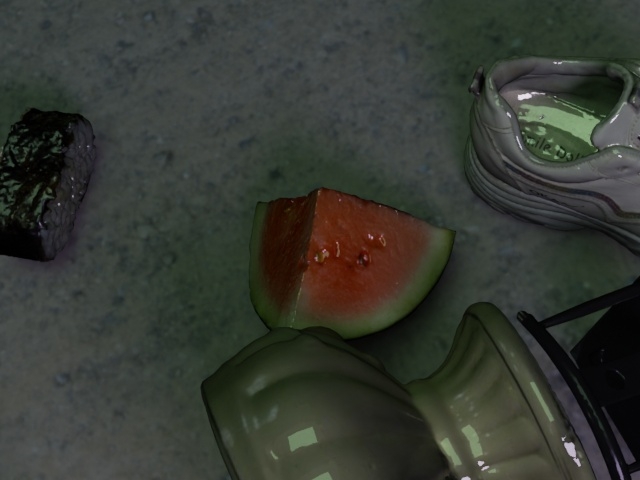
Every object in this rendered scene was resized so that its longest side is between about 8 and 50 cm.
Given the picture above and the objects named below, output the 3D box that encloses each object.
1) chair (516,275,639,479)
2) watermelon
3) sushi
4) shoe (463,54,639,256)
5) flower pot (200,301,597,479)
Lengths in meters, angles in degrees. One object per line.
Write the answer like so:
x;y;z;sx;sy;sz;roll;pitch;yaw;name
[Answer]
0.271;0.110;1.115;0.260;0.141;0.154;-16;64;-28;chair
0.004;0.018;1.285;0.193;0.145;0.137;-29;98;-28;watermelon
-0.272;-0.053;1.385;0.078;0.090;0.150;8;72;12;sushi
0.276;-0.070;1.196;0.342;0.210;0.132;15;75;17;shoe
0.068;0.189;1.122;0.244;0.307;0.307;-23;68;-5;flower pot
